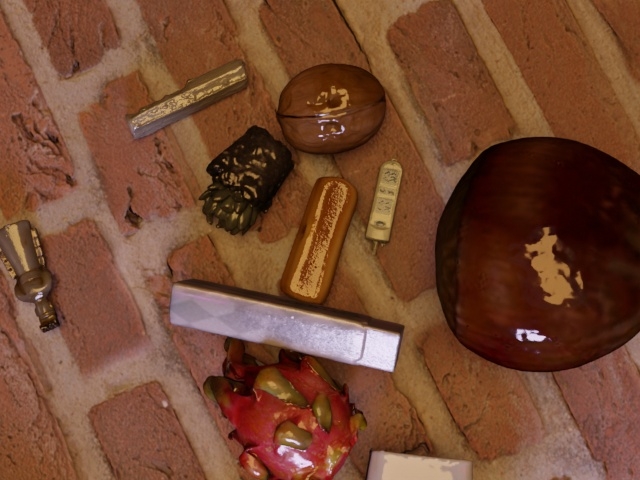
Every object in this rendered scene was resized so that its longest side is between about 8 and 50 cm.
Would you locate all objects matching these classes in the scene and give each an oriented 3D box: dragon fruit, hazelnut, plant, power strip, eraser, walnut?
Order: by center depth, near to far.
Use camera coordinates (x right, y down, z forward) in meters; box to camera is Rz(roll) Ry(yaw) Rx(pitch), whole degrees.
[{"bbox_3d":[0.389,0.023,1.735,0.421,0.353,0.421,-20,42,19],"label":"hazelnut"},{"bbox_3d":[-0.068,0.305,1.792,0.227,0.307,0.243,-45,116,-13],"label":"dragon fruit"},{"bbox_3d":[-0.054,0.146,1.795,0.396,0.213,0.082,12,91,6],"label":"eraser"},{"bbox_3d":[-0.143,-0.109,1.887,0.129,0.132,0.194,35,80,8],"label":"plant"},{"bbox_3d":[0.019,-0.243,1.887,0.207,0.167,0.167,-9,82,2],"label":"walnut"},{"bbox_3d":[0.120,-0.065,1.924,0.047,0.030,0.191,12,82,4],"label":"power strip"}]

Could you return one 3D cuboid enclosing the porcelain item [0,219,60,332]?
[{"bbox_3d":[-0.539,0.070,1.911,0.084,0.054,0.213,-25,82,1],"label":"porcelain item"}]

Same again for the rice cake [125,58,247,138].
[{"bbox_3d":[-0.253,-0.273,1.953,0.256,0.052,0.057,-26,53,-2],"label":"rice cake"}]

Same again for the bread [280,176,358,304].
[{"bbox_3d":[0.000,0.000,1.897,0.092,0.074,0.239,19,83,-3],"label":"bread"}]

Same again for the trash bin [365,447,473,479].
[{"bbox_3d":[0.133,0.547,1.745,0.296,0.256,0.368,5,77,4],"label":"trash bin"}]
